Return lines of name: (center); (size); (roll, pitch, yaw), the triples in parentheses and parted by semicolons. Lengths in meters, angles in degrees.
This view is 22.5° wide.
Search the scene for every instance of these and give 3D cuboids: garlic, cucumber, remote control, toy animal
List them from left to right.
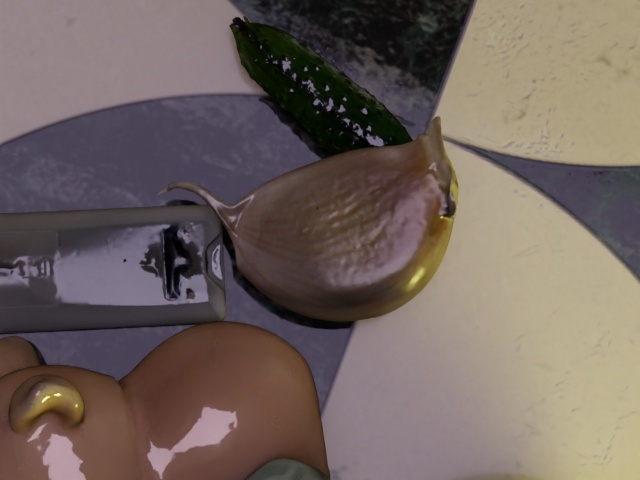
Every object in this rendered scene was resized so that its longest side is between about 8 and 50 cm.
remote control: (-0.242, 0.026, 1.442); (0.313, 0.055, 0.109); (-3, 84, -5)
toy animal: (-0.158, 0.181, 1.360); (0.326, 0.237, 0.269); (-42, 107, -9)
garlic: (-0.004, 0.003, 1.434); (0.266, 0.128, 0.148); (-10, 68, -3)
cucumber: (0.004, -0.128, 1.477); (0.227, 0.069, 0.069); (41, 82, 5)

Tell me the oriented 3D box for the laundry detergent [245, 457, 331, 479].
laundry detergent: (-0.009, 0.329, 1.349); (0.215, 0.105, 0.280); (-53, 134, -18)
